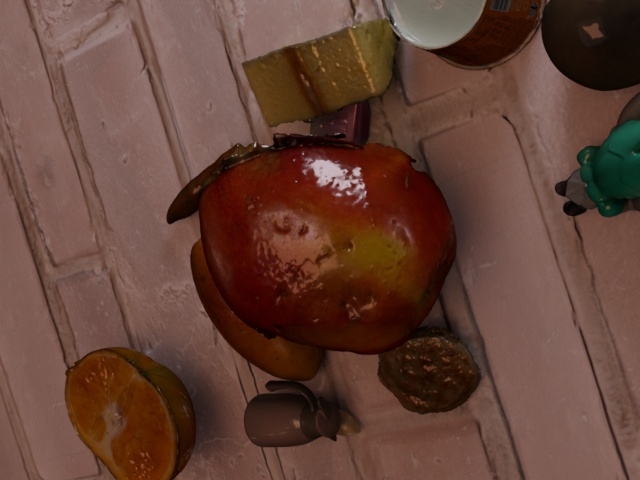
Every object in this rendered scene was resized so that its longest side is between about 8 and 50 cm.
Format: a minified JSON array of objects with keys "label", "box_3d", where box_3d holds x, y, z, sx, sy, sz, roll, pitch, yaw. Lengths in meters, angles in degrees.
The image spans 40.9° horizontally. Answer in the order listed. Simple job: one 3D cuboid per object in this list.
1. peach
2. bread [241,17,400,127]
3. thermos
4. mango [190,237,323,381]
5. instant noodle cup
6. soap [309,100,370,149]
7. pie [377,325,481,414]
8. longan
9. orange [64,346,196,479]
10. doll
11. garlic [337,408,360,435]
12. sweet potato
[{"label":"peach","box_3d":[0.000,0.000,1.395,0.416,0.353,0.339,31,152,11]},{"label":"bread","box_3d":[-0.002,-0.296,1.462,0.266,0.141,0.178,-13,67,38]},{"label":"thermos","box_3d":[-0.053,0.328,1.636,0.193,0.105,0.137,-12,105,45]},{"label":"mango","box_3d":[-0.116,0.123,1.627,0.350,0.199,0.201,61,152,-7]},{"label":"instant noodle cup","box_3d":[0.209,-0.377,1.319,0.230,0.182,0.230,7,104,31]},{"label":"soap","box_3d":[0.035,-0.208,1.534,0.100,0.056,0.149,12,106,27]},{"label":"pie","box_3d":[0.189,0.228,1.511,0.193,0.079,0.163,-12,101,33]},{"label":"longan","box_3d":[0.410,-0.300,1.229,0.187,0.167,0.167,23,112,3]},{"label":"orange","box_3d":[-0.390,0.373,1.798,0.310,0.274,0.274,50,127,55]},{"label":"doll","box_3d":[0.459,-0.126,1.244,0.258,0.153,0.195,13,116,57]},{"label":"garlic","box_3d":[0.036,0.351,1.652,0.083,0.041,0.053,-18,101,43]},{"label":"sweet potato","box_3d":[-0.232,-0.111,1.718,0.264,0.057,0.057,-42,77,30]}]
